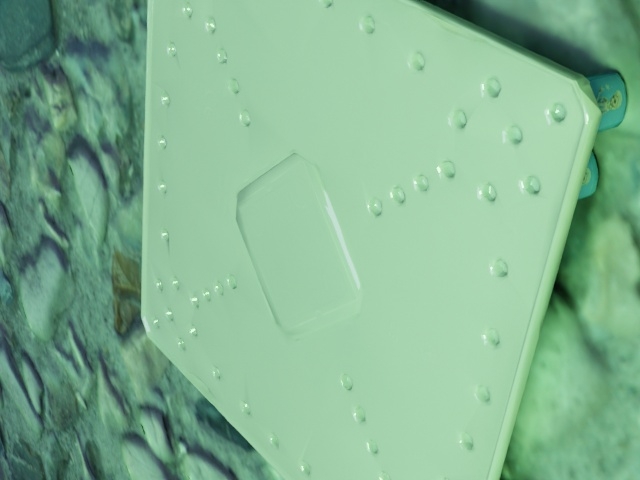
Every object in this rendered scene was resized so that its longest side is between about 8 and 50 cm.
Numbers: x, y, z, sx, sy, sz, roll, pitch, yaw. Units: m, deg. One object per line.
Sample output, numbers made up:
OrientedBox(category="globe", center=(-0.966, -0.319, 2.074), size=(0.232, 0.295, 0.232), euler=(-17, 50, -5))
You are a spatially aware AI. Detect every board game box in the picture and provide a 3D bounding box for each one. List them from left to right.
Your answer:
OrientedBox(category="board game box", center=(0.000, 0.000, 0.700), size=(0.390, 0.050, 0.390), euler=(37, 132, 39))
